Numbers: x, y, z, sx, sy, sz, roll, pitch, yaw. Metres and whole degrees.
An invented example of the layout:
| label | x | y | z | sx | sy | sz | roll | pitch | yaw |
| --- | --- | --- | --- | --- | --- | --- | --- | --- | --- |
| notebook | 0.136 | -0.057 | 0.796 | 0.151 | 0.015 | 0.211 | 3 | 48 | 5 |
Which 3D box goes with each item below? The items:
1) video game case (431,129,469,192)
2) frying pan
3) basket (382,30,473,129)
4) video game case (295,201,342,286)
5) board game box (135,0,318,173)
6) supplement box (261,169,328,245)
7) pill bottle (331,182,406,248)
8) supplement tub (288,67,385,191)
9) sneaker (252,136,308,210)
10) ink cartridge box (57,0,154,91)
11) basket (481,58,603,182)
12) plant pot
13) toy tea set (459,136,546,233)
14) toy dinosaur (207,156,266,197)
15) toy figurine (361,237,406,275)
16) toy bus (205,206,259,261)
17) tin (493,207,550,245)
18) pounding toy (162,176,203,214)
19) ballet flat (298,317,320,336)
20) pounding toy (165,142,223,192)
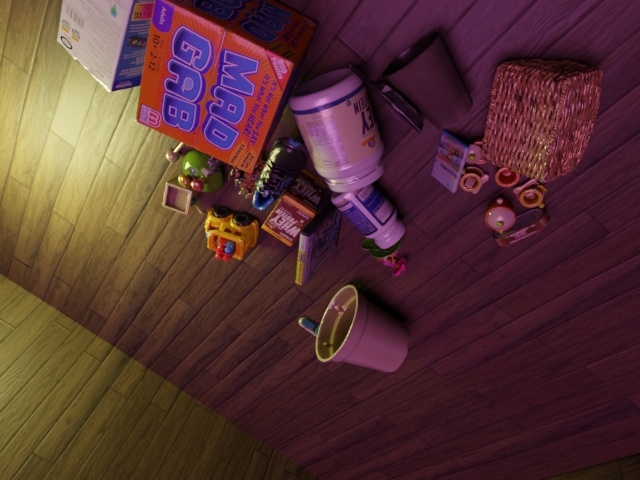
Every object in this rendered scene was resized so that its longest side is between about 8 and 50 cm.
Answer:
| label | x | y | z | sx | sy | sz | roll | pitch | yaw |
| --- | --- | --- | --- | --- | --- | --- | --- | --- | --- |
| video game case | 0.412 | -0.252 | 1.521 | 0.015 | 0.119 | 0.167 | -15 | 134 | -23 |
| frying pan | 0.191 | -0.432 | 1.396 | 0.326 | 0.197 | 0.053 | 38 | 105 | -23 |
| basket | 0.323 | -0.447 | 1.368 | 0.227 | 0.154 | 0.204 | 44 | 147 | -21 |
| video game case | 0.000 | 0.000 | 1.749 | 0.035 | 0.275 | 0.249 | 24 | 132 | 19 |
| board game box | -0.260 | -0.488 | 1.364 | 0.355 | 0.356 | 0.357 | 24 | 130 | -7 |
| supplement box | -0.091 | -0.123 | 1.737 | 0.129 | 0.194 | 0.191 | 33 | 130 | -8 |
| pill bottle | 0.175 | -0.103 | 1.685 | 0.153 | 0.153 | 0.265 | -32 | 111 | 36 |
| supplement tub | 0.062 | -0.340 | 1.485 | 0.235 | 0.236 | 0.325 | -8 | 123 | 25 |
| sneaker | -0.139 | -0.212 | 1.587 | 0.124 | 0.140 | 0.341 | 26 | 151 | -9 |
| ink cartridge box | -0.674 | -0.670 | 1.508 | 0.270 | 0.151 | 0.395 | 44 | 129 | 6 |
| basket | 0.621 | -0.349 | 1.338 | 0.223 | 0.213 | 0.300 | 36 | 139 | 45 |
| plant pot | 0.192 | 0.399 | 1.994 | 0.305 | 0.334 | 0.334 | 26 | 132 | -17 |
| toy tea set | 0.553 | -0.168 | 1.517 | 0.336 | 0.124 | 0.200 | 39 | 129 | -12 |
| toy dinosaur | -0.285 | -0.304 | 1.729 | 0.218 | 0.164 | 0.322 | 8 | 112 | -5 |
| toy figurine | 0.259 | 0.067 | 1.830 | 0.173 | 0.130 | 0.159 | 7 | 142 | 42 |
| toy bus | -0.386 | -0.010 | 1.922 | 0.220 | 0.212 | 0.150 | 18 | 132 | 7 |
| tin | 0.666 | -0.046 | 1.587 | 0.189 | 0.106 | 0.040 | -31 | 104 | 35 |
| pounding toy | -0.552 | -0.171 | 1.942 | 0.141 | 0.100 | 0.130 | 20 | 116 | 1 |
| ballet flat | -0.030 | 0.415 | 2.241 | 0.168 | 0.057 | 0.052 | 37 | 157 | -6 |
| pounding toy | -0.491 | -0.257 | 1.809 | 0.182 | 0.110 | 0.237 | -21 | 115 | 45 |
